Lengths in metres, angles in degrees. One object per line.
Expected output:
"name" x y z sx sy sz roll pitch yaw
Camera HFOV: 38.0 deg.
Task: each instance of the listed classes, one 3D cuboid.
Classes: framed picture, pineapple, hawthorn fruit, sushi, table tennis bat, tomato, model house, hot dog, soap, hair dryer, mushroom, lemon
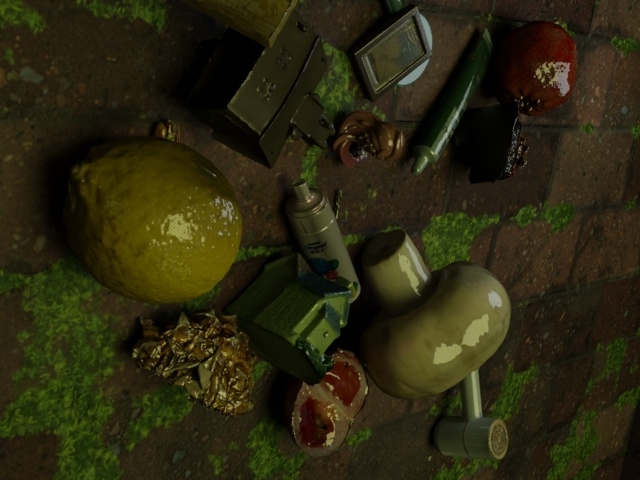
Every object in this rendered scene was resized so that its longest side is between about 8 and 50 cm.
"framed picture" 0.143 -0.377 1.871 0.168 0.023 0.128 -39 135 -13
"pineapple" -0.185 0.211 1.645 0.161 0.158 0.334 -52 133 -2
"hawthorn fruit" 0.508 -0.421 2.182 0.205 0.205 0.253 46 56 -47
"sushi" 0.413 -0.222 2.191 0.150 0.153 0.172 0 83 -67
"table tennis bat" 0.168 -0.426 1.904 0.153 0.040 0.244 -45 136 -20
"tomato" -0.011 0.327 1.950 0.228 0.112 0.199 -56 130 -19
"model house" -0.030 0.145 1.775 0.189 0.214 0.195 -55 136 -19
"hot dog" -0.250 -0.136 1.539 0.056 0.041 0.133 -15 116 -45
"soap" -0.163 -0.392 1.405 0.092 0.252 0.037 -60 177 -13
"hair dryer" 0.382 0.389 2.428 0.107 0.173 0.358 -3 88 -53
"mushroom" 0.234 0.179 2.003 0.325 0.353 0.353 -90 160 -44
"model house" -0.083 -0.236 1.554 0.243 0.204 0.211 37 76 -40
"lemon" -0.256 -0.032 1.415 0.310 0.253 0.254 34 79 -45

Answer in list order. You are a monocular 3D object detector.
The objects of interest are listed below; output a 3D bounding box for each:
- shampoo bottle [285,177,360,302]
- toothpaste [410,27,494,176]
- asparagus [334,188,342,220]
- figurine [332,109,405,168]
"shampoo bottle" 0.000 0.000 1.842 0.092 0.092 0.303 -45 135 -27
"toothpaste" 0.297 -0.305 2.087 0.392 0.061 0.099 -60 147 -19
"asparagus" 0.028 -0.027 1.926 0.016 0.013 0.166 -18 120 -63
"figurine" 0.094 -0.205 1.837 0.126 0.157 0.114 -38 110 -27
